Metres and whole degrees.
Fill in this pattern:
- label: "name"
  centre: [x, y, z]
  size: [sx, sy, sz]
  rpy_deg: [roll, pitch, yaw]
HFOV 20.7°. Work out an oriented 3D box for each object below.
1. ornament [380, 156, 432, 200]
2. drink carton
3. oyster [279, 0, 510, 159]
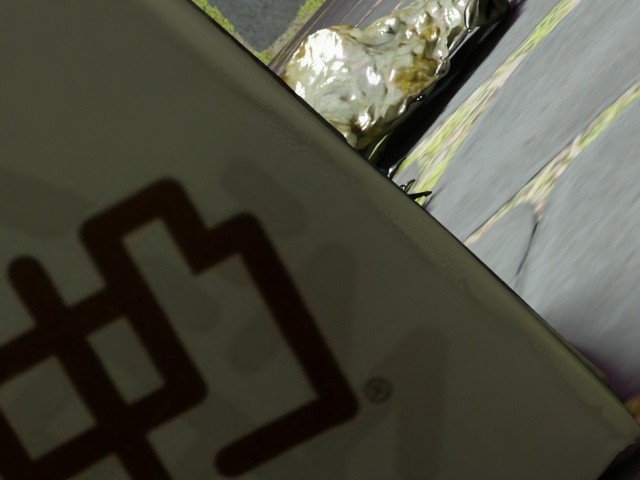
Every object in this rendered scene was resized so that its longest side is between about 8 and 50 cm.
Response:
- label: "ornament"
  centre: [0.000, 0.000, 0.790]
  size: [0.125, 0.028, 0.073]
  rpy_deg: [-33, -9, -43]
- label: "drink carton"
  centre: [-0.109, 0.090, 0.414]
  size: [0.324, 0.194, 0.132]
  rpy_deg: [-48, 9, 3]
- label: "oyster"
  centre: [0.033, -0.098, 1.013]
  size: [0.163, 0.081, 0.191]
  rpy_deg: [-41, 13, 23]
